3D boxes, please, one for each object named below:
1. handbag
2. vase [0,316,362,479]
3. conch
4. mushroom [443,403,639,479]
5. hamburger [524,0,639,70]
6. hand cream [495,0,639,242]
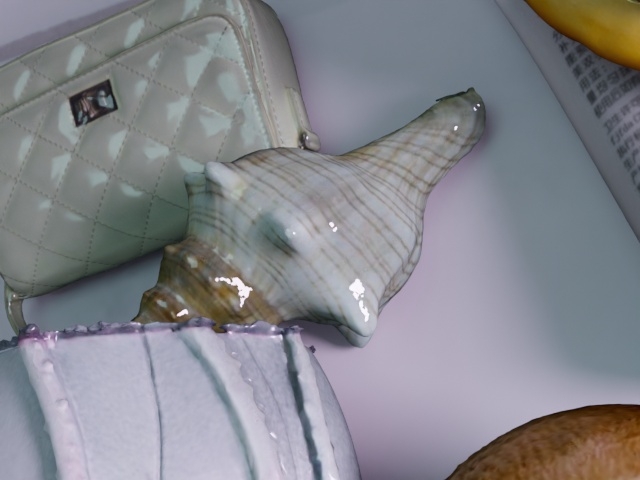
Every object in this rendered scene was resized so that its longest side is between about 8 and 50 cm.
[{"bbox_3d":[-0.120,-0.037,0.818,0.256,0.079,0.219,-21,71,21],"label":"handbag"},{"bbox_3d":[-0.083,0.274,0.618,0.249,0.250,0.446,-9,75,24],"label":"vase"},{"bbox_3d":[-0.002,0.010,0.705,0.233,0.114,0.137,-11,107,-4],"label":"conch"},{"bbox_3d":[0.141,0.195,0.555,0.253,0.153,0.253,0,81,0],"label":"mushroom"},{"bbox_3d":[0.202,-0.203,0.609,0.246,0.170,0.246,1,55,-1],"label":"hamburger"},{"bbox_3d":[0.183,-0.076,0.669,0.139,0.089,0.314,-19,61,8],"label":"hand cream"}]
